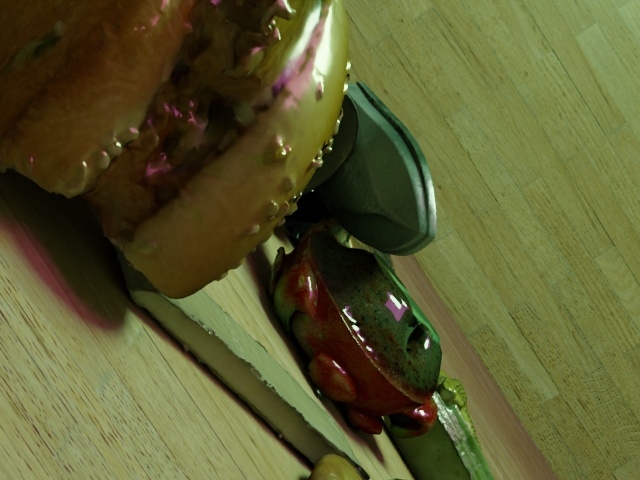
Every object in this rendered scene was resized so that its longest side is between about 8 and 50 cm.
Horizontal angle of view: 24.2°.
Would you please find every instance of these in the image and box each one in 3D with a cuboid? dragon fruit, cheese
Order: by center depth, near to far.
[{"bbox_3d":[-0.062,0.111,1.282,0.400,0.034,0.085,50,6,-49],"label":"cheese"},{"bbox_3d":[0.044,0.100,1.700,0.268,0.130,0.295,55,6,22],"label":"dragon fruit"}]

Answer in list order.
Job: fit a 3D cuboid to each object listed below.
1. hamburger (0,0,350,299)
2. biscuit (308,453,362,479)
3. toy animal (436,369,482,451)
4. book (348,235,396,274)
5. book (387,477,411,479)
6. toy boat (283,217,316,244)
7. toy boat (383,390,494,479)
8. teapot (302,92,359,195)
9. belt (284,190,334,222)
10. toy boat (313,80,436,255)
[{"bbox_3d":[-0.100,-0.171,1.136,0.268,0.287,0.445,45,17,-30],"label":"hamburger"},{"bbox_3d":[0.045,0.275,1.245,0.203,0.041,0.260,53,10,-34],"label":"biscuit"},{"bbox_3d":[0.173,0.241,2.015,0.136,0.073,0.181,-45,116,-77],"label":"toy animal"},{"bbox_3d":[0.086,0.094,2.077,0.262,0.028,0.373,44,28,-62],"label":"book"},{"bbox_3d":[0.264,0.338,1.485,0.371,0.043,0.260,26,7,38],"label":"book"},{"bbox_3d":[0.000,0.000,2.080,0.055,0.060,0.141,20,-18,34],"label":"toy boat"},{"bbox_3d":[0.147,0.257,1.846,0.293,0.093,0.055,60,24,0],"label":"toy boat"},{"bbox_3d":[-0.093,-0.213,1.753,0.300,0.253,0.344,82,-7,-49],"label":"teapot"},{"bbox_3d":[-0.017,-0.100,1.954,0.198,0.078,0.151,1,54,-37],"label":"belt"},{"bbox_3d":[0.066,-0.072,1.707,0.092,0.141,0.319,9,22,-23],"label":"toy boat"}]
